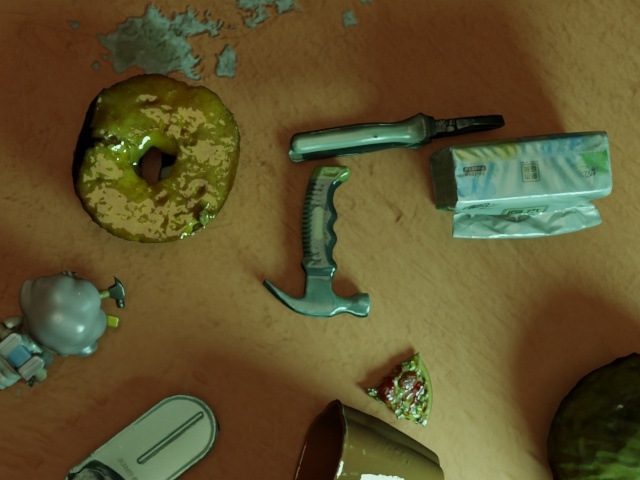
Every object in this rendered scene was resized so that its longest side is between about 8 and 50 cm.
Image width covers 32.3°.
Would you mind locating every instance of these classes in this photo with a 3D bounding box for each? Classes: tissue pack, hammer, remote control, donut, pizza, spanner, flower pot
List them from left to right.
[{"bbox_3d":[-0.254,0.313,1.560,0.247,0.052,0.104,-36,85,-9],"label":"remote control"},{"bbox_3d":[-0.235,-0.113,1.592,0.254,0.118,0.253,0,84,-4],"label":"donut"},{"bbox_3d":[0.000,0.000,1.634,0.159,0.041,0.226,5,82,-6],"label":"hammer"},{"bbox_3d":[0.068,0.337,1.534,0.173,0.191,0.190,20,80,-16],"label":"flower pot"},{"bbox_3d":[0.113,-0.157,1.639,0.325,0.095,0.040,-8,83,-6],"label":"spanner"},{"bbox_3d":[0.131,0.229,1.619,0.100,0.029,0.099,-34,87,-9],"label":"pizza"},{"bbox_3d":[0.291,-0.075,1.615,0.230,0.159,0.145,-5,90,-6],"label":"tissue pack"}]

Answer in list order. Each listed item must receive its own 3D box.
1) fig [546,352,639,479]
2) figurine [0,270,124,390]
[{"bbox_3d":[0.477,0.304,1.477,0.286,0.369,0.286,0,90,-12],"label":"fig"},{"bbox_3d":[-0.384,0.121,1.552,0.229,0.112,0.137,-39,92,1],"label":"figurine"}]
